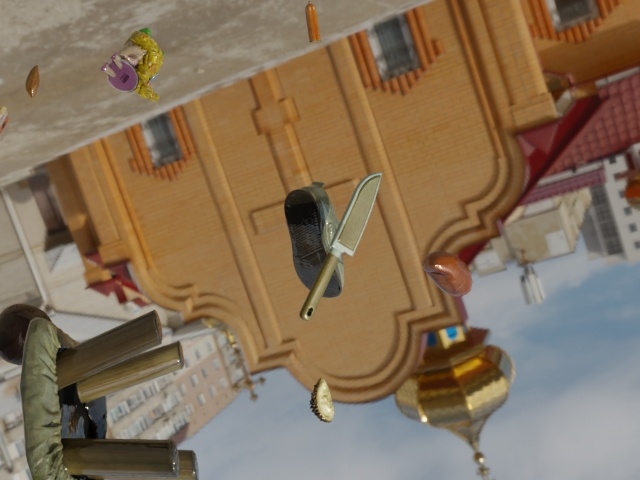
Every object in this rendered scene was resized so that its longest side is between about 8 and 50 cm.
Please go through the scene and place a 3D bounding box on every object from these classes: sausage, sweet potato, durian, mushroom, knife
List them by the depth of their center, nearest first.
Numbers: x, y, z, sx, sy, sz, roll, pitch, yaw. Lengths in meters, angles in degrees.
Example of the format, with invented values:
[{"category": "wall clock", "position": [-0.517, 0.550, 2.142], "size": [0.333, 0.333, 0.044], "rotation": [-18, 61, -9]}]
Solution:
[{"category": "mushroom", "position": [-0.585, 0.185, 1.398], "size": [0.123, 0.123, 0.052], "rotation": [-20, -170, -5]}, {"category": "knife", "position": [0.045, 0.008, 1.436], "size": [0.061, 0.343, 0.027], "rotation": [31, 169, -35]}, {"category": "sausage", "position": [0.312, 0.078, 1.748], "size": [0.089, 0.089, 0.179], "rotation": [-16, 144, 32]}, {"category": "sausage", "position": [-0.022, -0.565, 1.844], "size": [0.031, 0.107, 0.031], "rotation": [-10, -178, 0]}, {"category": "sweet potato", "position": [-0.769, -0.425, 1.906], "size": [0.034, 0.095, 0.034], "rotation": [3, 167, 1]}, {"category": "durian", "position": [0.003, 0.439, 1.930], "size": [0.066, 0.130, 0.052], "rotation": [-15, -174, -11]}]

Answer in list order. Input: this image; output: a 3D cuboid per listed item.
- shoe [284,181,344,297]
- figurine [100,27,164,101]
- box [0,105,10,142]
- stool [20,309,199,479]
[{"category": "shoe", "position": [0.000, 0.000, 1.570], "size": [0.103, 0.275, 0.098], "rotation": [4, -151, 28]}, {"category": "figurine", "position": [-0.333, -0.330, 1.348], "size": [0.095, 0.115, 0.156], "rotation": [-28, -151, 25]}, {"category": "box", "position": [-0.631, -0.227, 1.408], "size": [0.046, 0.012, 0.083], "rotation": [-68, -170, -23]}, {"category": "stool", "position": [-0.354, 0.288, 1.232], "size": [0.226, 0.310, 0.310], "rotation": [-11, 160, -6]}]
